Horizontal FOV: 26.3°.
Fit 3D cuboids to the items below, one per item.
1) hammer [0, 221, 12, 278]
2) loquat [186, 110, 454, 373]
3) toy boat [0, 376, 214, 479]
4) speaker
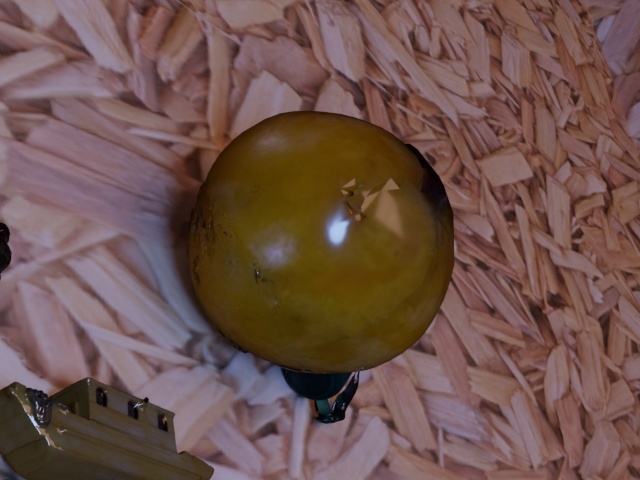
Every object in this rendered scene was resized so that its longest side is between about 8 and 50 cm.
[{"bbox_3d":[-0.277,-0.022,0.914,0.178,0.021,0.065,38,40,-41],"label":"hammer"},{"bbox_3d":[0.000,0.000,1.158,0.235,0.235,0.235,40,38,-40],"label":"loquat"},{"bbox_3d":[-0.155,0.141,0.965,0.200,0.057,0.077,31,39,-46],"label":"toy boat"},{"bbox_3d":[0.011,0.122,1.260,0.094,0.060,0.075,59,30,-13],"label":"speaker"}]
